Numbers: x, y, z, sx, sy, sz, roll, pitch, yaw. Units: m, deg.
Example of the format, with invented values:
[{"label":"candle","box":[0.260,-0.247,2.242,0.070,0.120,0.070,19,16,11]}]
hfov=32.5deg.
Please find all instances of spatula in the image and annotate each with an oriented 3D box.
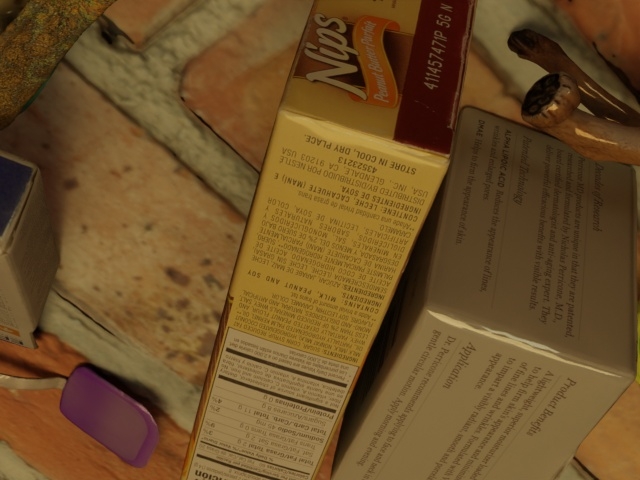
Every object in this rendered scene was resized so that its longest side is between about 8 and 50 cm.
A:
[{"label":"spatula","box":[-0.273,0.111,0.929,0.296,0.030,0.084,24,133,-8]}]

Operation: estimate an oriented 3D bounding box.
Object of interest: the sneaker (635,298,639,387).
[{"label":"sneaker","box":[0.345,0.078,0.688,0.295,0.109,0.124,10,138,5]}]

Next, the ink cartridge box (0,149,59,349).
[{"label":"ink cartridge box","box":[-0.344,-0.033,0.749,0.324,0.071,0.330,20,163,-6]}]

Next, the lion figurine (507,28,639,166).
[{"label":"lion figurine","box":[0.287,-0.066,0.511,0.240,0.142,0.392,29,169,-28]}]

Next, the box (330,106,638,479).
[{"label":"box","box":[0.100,0.052,0.674,0.119,0.182,0.181,20,134,-3]}]

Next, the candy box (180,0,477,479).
[{"label":"candy box","box":[0.000,0.000,0.648,0.087,0.183,0.316,17,134,-1]}]

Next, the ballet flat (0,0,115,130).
[{"label":"ballet flat","box":[-0.147,-0.167,0.561,0.123,0.123,0.348,36,134,-19]}]
